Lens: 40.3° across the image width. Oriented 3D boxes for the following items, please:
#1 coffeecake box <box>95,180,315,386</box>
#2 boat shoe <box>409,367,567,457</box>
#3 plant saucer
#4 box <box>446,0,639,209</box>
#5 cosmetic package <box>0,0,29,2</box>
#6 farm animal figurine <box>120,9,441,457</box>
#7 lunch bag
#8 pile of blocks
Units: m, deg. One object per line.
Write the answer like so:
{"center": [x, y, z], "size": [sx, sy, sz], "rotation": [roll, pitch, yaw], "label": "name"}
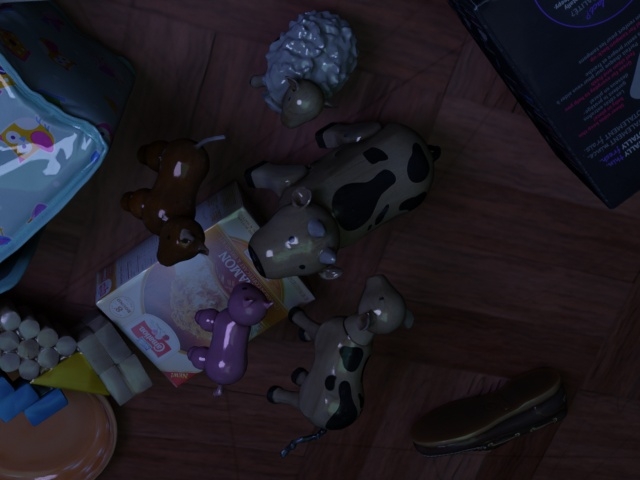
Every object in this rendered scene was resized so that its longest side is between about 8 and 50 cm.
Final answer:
{"center": [-0.124, 0.049, 0.942], "size": [0.185, 0.068, 0.142], "rotation": [-33, 120, 6], "label": "coffeecake box"}
{"center": [0.218, 0.234, 1.108], "size": [0.207, 0.073, 0.073], "rotation": [-20, 117, -1], "label": "boat shoe"}
{"center": [-0.335, 0.215, 1.002], "size": [0.200, 0.037, 0.199], "rotation": [-5, 117, -10], "label": "plant saucer"}
{"center": [0.260, -0.194, 0.853], "size": [0.165, 0.143, 0.270], "rotation": [-37, 119, 10], "label": "box"}
{"center": [-0.379, -0.270, 0.696], "size": [0.310, 0.113, 0.160], "rotation": [-6, 118, -10], "label": "cosmetic package"}
{"center": [0.000, 0.000, 0.823], "size": [0.326, 0.172, 0.330], "rotation": [-49, 122, -20], "label": "farm animal figurine"}
{"center": [-0.295, -0.065, 0.757], "size": [0.160, 0.223, 0.262], "rotation": [39, 105, -21], "label": "lunch bag"}
{"center": [-0.359, 0.109, 0.887], "size": [0.362, 0.113, 0.148], "rotation": [21, 87, -24], "label": "pile of blocks"}
